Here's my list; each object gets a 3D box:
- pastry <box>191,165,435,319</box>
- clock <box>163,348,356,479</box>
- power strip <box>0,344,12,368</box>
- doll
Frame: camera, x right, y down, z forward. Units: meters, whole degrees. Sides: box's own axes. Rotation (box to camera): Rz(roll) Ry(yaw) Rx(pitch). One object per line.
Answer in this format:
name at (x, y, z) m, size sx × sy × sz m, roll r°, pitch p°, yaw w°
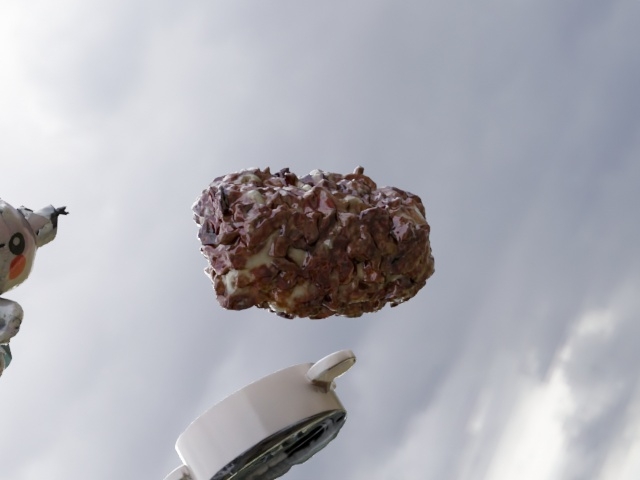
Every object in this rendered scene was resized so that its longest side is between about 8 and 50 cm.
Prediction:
pastry at (-0.001, 0.002, 1.533) m, size 0.208 × 0.097 × 0.115 m, roll 6°, pitch -73°, yaw -30°
clock at (-0.050, 0.176, 1.777) m, size 0.229 × 0.063 × 0.155 m, roll -36°, pitch -18°, yaw 21°
power strip at (-0.424, 0.101, 2.207) m, size 0.253 × 0.054 × 0.168 m, roll -49°, pitch -58°, yaw -67°
doll at (-0.327, 0.035, 1.818) m, size 0.095 × 0.149 × 0.192 m, roll 5°, pitch 75°, yaw 66°
